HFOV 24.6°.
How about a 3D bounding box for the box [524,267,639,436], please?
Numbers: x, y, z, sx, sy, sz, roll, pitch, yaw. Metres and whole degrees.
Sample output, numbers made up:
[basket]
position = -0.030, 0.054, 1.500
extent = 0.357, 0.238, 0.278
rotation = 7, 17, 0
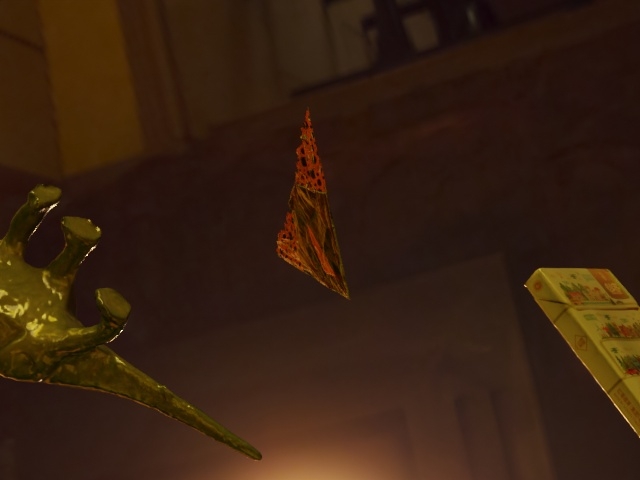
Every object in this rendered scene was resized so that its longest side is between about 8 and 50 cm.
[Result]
[box]
position = 0.294, 0.114, 1.378
extent = 0.122, 0.032, 0.220
rotation = 2, 44, -45

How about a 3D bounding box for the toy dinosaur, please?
[toy dinosaur]
position = -0.272, 0.088, 1.125
extent = 0.447, 0.301, 0.087
rotation = 42, 30, 8

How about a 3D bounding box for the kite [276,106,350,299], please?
[kite]
position = -0.001, 0.000, 1.241
extent = 0.125, 0.008, 0.222
rotation = 60, -23, 27

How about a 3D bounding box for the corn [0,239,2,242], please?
[corn]
position = -0.406, 0.105, 1.610
extent = 0.335, 0.127, 0.126
rotation = -87, 153, -58
